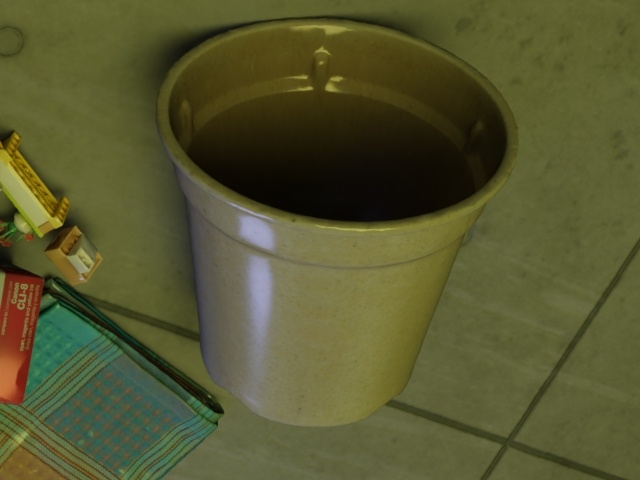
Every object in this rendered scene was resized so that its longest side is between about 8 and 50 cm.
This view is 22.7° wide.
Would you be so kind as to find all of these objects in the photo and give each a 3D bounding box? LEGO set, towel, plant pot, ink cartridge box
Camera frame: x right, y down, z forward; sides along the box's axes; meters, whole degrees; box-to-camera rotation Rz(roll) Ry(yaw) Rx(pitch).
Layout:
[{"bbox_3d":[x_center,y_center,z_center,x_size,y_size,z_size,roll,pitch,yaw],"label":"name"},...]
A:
[{"bbox_3d":[-0.332,-0.039,1.505,0.107,0.132,0.287,-28,149,16],"label":"LEGO set"},{"bbox_3d":[-0.315,0.242,1.705,0.370,0.040,0.271,-45,123,7],"label":"towel"},{"bbox_3d":[0.000,0.000,1.552,0.334,0.334,0.305,-7,132,-18],"label":"plant pot"},{"bbox_3d":[-0.372,0.076,1.517,0.176,0.128,0.127,9,92,-25],"label":"ink cartridge box"}]
